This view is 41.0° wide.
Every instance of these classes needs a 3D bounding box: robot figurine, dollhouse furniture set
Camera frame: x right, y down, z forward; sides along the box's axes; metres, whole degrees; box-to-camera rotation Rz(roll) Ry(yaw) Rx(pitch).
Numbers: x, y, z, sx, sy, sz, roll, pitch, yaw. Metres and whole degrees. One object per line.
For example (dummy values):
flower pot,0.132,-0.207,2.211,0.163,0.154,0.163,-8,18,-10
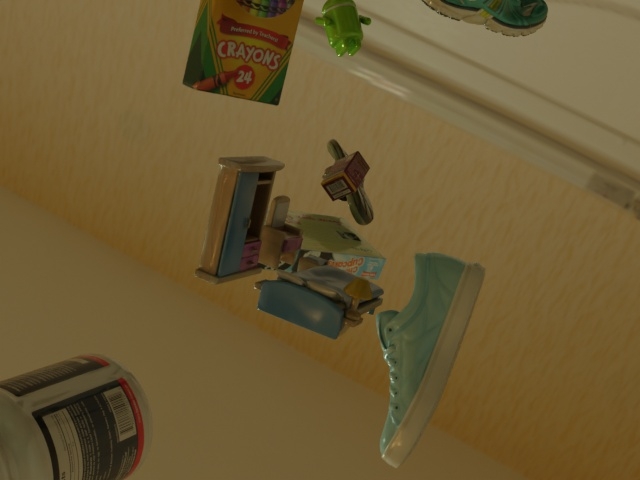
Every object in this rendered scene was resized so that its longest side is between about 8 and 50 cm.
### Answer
robot figurine,0.040,-0.400,1.578,0.101,0.067,0.115,-9,-101,-24
dollhouse furniture set,0.000,0.000,1.391,0.303,0.198,0.286,21,-165,24

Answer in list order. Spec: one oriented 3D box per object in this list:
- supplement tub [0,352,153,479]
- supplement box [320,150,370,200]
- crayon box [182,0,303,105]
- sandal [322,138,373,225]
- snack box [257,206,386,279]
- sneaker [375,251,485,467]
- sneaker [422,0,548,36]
supplement tub,-0.374,0.270,1.130,0.191,0.191,0.272,37,-155,22
supplement box,0.045,-0.115,1.528,0.043,0.055,0.083,53,-140,-18
crayon box,-0.150,-0.454,1.759,0.202,0.319,0.081,4,-164,-35
sandal,0.046,-0.134,1.962,0.120,0.086,0.303,50,-164,-33
snack box,-0.041,0.001,1.775,0.321,0.060,0.187,7,-154,-34
sneaker,0.151,0.191,1.445,0.150,0.366,0.135,21,170,14
sneaker,0.299,-0.430,1.487,0.275,0.110,0.107,4,-140,-32
